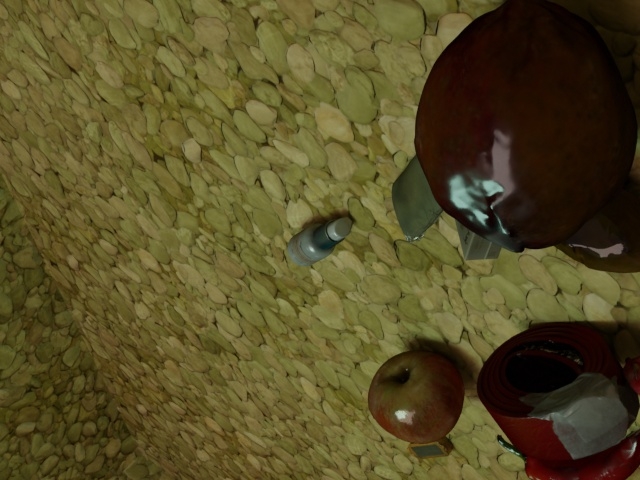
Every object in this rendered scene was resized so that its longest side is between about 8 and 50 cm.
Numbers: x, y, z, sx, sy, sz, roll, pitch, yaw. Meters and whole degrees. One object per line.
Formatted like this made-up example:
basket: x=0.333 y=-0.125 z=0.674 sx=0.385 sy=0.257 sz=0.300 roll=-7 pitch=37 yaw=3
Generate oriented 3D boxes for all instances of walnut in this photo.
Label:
walnut: x=0.390 y=-0.033 z=1.523 sx=0.245 sy=0.137 sz=0.137 roll=29 pitch=148 yaw=27

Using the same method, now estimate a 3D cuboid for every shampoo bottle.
shampoo bottle: x=0.000 y=0.000 z=2.115 sx=0.074 sy=0.074 sz=0.192 roll=49 pitch=151 yaw=-8

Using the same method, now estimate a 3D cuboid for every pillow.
pillow: x=0.171 y=-0.080 z=1.782 sx=0.208 sy=0.053 sz=0.119 roll=124 pitch=130 yaw=-65

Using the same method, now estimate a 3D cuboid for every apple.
apple: x=0.199 y=0.325 z=2.153 sx=0.209 sy=0.209 sz=0.164 roll=4 pitch=136 yaw=50

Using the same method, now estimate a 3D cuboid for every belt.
belt: x=0.400 y=0.258 z=1.757 sx=0.115 sy=0.227 sz=0.324 roll=52 pitch=172 yaw=-17

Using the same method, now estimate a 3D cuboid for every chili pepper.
chili pepper: x=0.508 y=0.429 z=2.031 sx=0.368 sy=0.092 sz=0.137 roll=-18 pitch=95 yaw=51

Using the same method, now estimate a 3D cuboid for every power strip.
power strip: x=0.254 y=0.491 z=2.470 sx=0.049 sy=0.028 sz=0.178 roll=48 pitch=151 yaw=-7

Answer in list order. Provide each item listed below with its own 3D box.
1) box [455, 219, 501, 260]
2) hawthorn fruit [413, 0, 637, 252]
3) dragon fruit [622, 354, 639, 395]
box: x=0.256 y=-0.079 z=1.626 sx=0.201 sy=0.058 sz=0.141 roll=97 pitch=167 yaw=-54
hawthorn fruit: x=0.273 y=-0.155 z=1.360 sx=0.308 sy=0.308 sz=0.325 roll=39 pitch=140 yaw=11
dragon fruit: x=0.566 y=0.205 z=1.648 sx=0.153 sy=0.153 sz=0.111 roll=37 pitch=108 yaw=14
